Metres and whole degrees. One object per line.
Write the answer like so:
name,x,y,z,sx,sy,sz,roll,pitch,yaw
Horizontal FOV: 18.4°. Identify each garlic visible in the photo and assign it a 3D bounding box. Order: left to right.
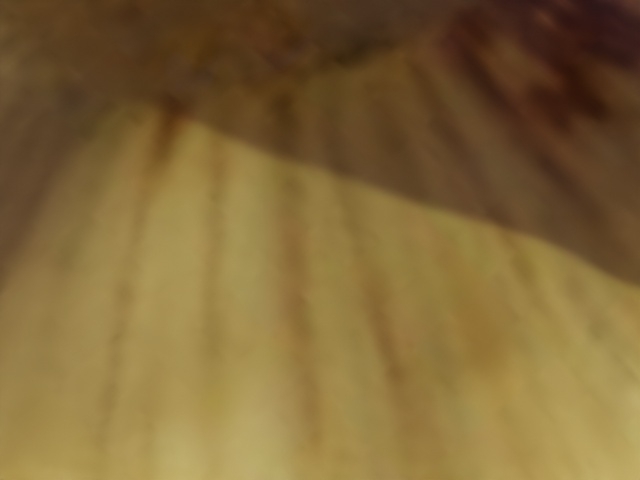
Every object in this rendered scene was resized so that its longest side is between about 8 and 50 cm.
garlic,0.001,-0.010,0.429,0.322,0.322,0.241,18,-10,24
